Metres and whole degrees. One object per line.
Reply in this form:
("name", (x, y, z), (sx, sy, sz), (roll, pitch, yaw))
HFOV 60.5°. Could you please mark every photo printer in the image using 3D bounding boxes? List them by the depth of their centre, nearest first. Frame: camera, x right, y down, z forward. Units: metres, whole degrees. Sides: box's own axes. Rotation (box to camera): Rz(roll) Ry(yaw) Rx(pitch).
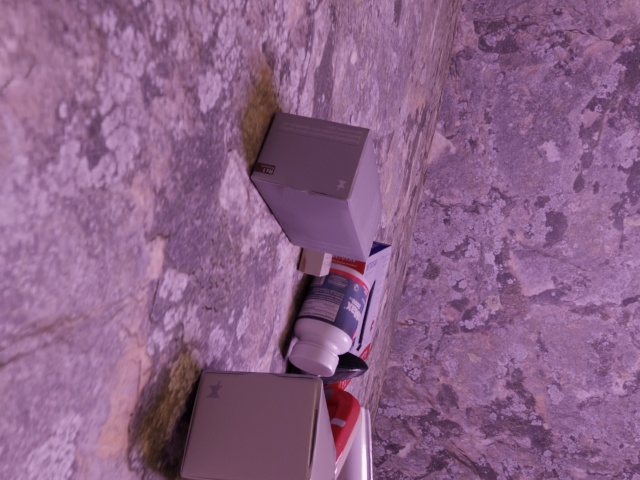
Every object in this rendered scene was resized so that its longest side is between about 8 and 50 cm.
("photo printer", (0.059, 0.545, 1.282), (0.256, 0.107, 0.307), (103, -13, -73))

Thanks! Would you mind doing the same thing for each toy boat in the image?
("toy boat", (-0.037, 0.327, 0.943), (0.151, 0.151, 0.231), (58, 41, -20))

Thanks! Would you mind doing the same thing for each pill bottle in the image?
("pill bottle", (0.014, 0.142, 0.974), (0.108, 0.108, 0.180), (80, 27, -57))

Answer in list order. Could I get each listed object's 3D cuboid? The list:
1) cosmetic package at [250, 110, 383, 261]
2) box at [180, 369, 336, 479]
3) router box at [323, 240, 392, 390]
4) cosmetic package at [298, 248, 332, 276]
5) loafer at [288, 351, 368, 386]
("cosmetic package", (0.007, -0.061, 0.734), (0.238, 0.127, 0.107), (72, 34, -67))
("box", (-0.061, 0.284, 0.711), (0.311, 0.148, 0.121), (80, 14, -54))
("router box", (0.068, 0.158, 1.241), (0.335, 0.082, 0.301), (-16, 118, -73))
("cosmetic package", (0.000, 0.000, 0.925), (0.060, 0.041, 0.115), (3, 100, -76))
("loafer", (0.013, 0.246, 1.039), (0.062, 0.170, 0.061), (51, -55, 53))
